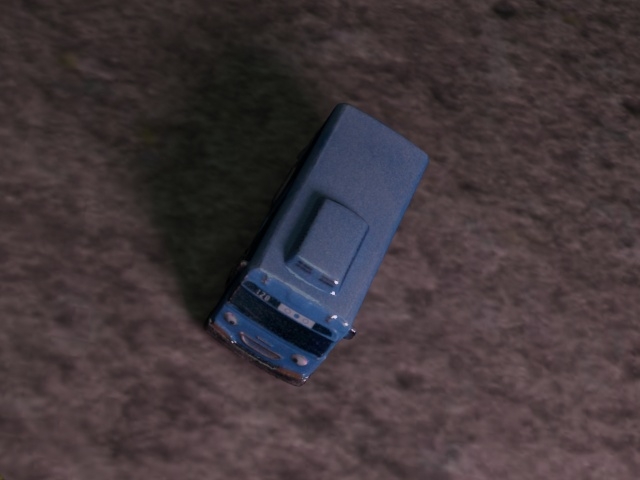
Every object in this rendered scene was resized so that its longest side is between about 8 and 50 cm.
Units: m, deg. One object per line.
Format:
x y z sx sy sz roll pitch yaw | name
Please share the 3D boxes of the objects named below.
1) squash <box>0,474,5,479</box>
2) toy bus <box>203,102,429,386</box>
-0.302 0.175 0.984 0.132 0.105 0.105 16 55 -35 | squash
0.000 0.000 1.194 0.116 0.133 0.234 32 53 -6 | toy bus
